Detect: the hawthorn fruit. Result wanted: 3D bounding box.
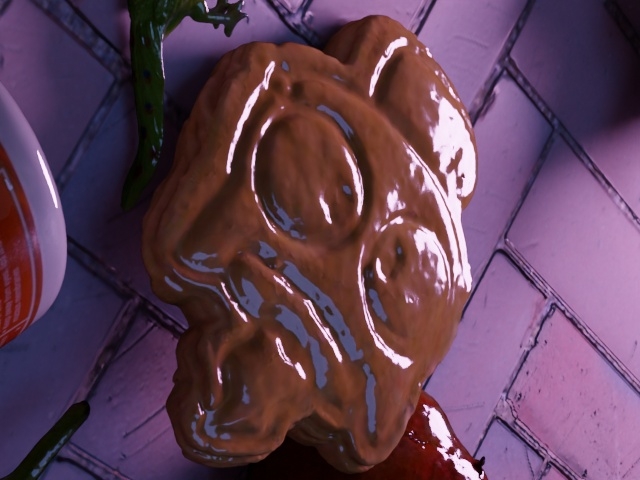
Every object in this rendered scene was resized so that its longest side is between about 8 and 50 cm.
[{"bbox_3d":[0.006,0.202,1.336,0.235,0.181,0.181,-17,117,-30],"label":"hawthorn fruit"}]

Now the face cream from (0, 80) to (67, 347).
[{"bbox_3d":[-0.255,-0.002,0.917,0.187,0.201,0.201,-36,129,-35],"label":"face cream"}]

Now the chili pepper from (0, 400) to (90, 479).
[{"bbox_3d":[-0.236,0.274,1.150,0.137,0.092,0.368,-7,118,-67],"label":"chili pepper"}]

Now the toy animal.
[{"bbox_3d":[-0.089,-0.125,1.182,0.075,0.041,0.216,-6,111,-27],"label":"toy animal"}]

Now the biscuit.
[{"bbox_3d":[0.003,-0.001,1.253,0.269,0.051,0.376,49,51,-26],"label":"biscuit"}]
